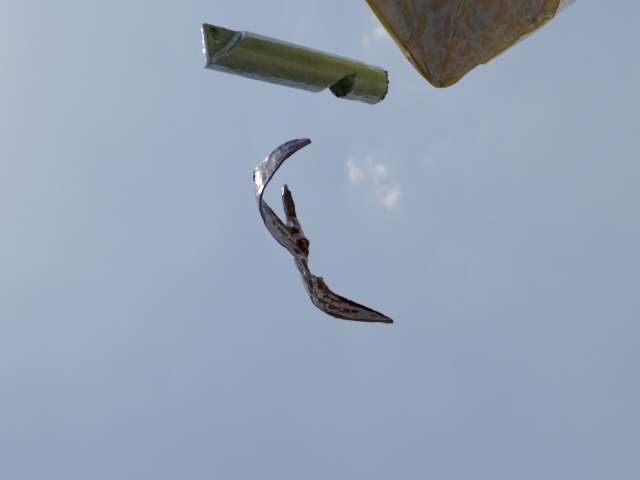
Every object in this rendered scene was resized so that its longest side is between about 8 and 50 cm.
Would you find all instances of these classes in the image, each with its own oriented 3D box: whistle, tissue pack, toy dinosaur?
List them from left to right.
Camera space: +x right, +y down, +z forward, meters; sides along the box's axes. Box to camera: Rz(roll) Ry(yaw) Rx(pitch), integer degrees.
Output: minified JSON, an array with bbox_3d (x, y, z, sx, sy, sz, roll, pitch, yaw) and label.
[{"bbox_3d":[-0.032,-0.235,1.324,0.312,0.062,0.062,5,-85,-43],"label":"whistle"},{"bbox_3d":[0.004,0.009,1.397,0.206,0.113,0.327,-82,-32,-77],"label":"toy dinosaur"},{"bbox_3d":[0.210,-0.402,1.342,0.293,0.228,0.382,52,-150,-1],"label":"tissue pack"}]
